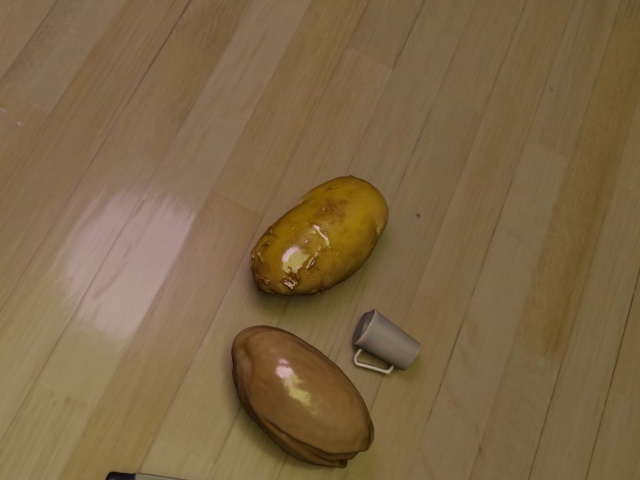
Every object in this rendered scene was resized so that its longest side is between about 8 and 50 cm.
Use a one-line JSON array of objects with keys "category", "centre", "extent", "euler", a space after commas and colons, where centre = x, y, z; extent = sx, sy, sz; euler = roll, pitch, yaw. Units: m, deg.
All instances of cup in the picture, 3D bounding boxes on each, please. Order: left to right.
[{"category": "cup", "centre": [0.112, 0.198, 1.398], "extent": [0.116, 0.074, 0.104], "euler": [34, 91, -7]}]

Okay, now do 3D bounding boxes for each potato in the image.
[{"category": "potato", "centre": [0.000, 0.000, 1.391], "extent": [0.173, 0.140, 0.300], "euler": [44, 61, 10]}]

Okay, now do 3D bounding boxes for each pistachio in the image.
[{"category": "pistachio", "centre": [-0.037, 0.262, 1.285], "extent": [0.293, 0.162, 0.181], "euler": [41, 37, 3]}]

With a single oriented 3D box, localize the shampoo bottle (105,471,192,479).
[{"category": "shampoo bottle", "centre": [-0.177, 0.465, 1.223], "extent": [0.359, 0.078, 0.134], "euler": [12, 72, -10]}]
